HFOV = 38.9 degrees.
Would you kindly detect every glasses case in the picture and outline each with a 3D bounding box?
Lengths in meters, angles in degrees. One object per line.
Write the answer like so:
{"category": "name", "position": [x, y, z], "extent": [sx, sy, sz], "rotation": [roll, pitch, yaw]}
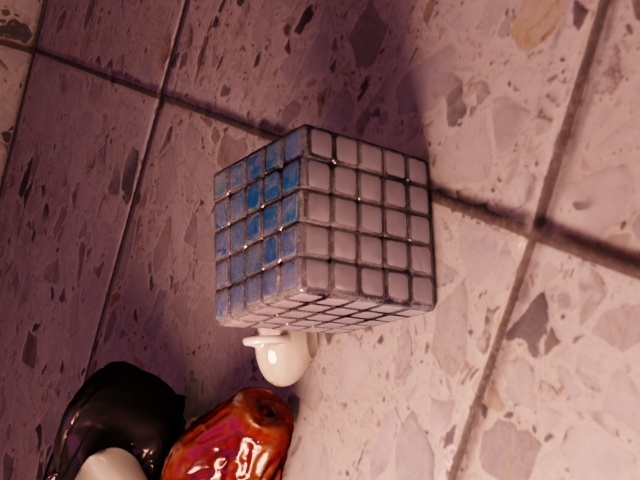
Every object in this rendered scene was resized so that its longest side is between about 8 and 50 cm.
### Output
{"category": "glasses case", "position": [-0.279, 0.477, 1.410], "extent": [0.128, 0.083, 0.308], "rotation": [-44, 71, 25]}

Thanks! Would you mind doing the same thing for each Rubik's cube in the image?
{"category": "Rubik's cube", "position": [0.000, 0.000, 1.289], "extent": [0.237, 0.238, 0.237], "rotation": [-20, 65, 51]}

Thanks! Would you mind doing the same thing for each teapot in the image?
{"category": "teapot", "position": [-0.059, 0.156, 1.425], "extent": [0.092, 0.226, 0.145], "rotation": [-7, 80, 13]}

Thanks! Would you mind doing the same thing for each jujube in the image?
{"category": "jujube", "position": [-0.145, 0.362, 1.453], "extent": [0.290, 0.197, 0.197], "rotation": [-58, 38, 28]}

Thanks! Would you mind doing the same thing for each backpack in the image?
{"category": "backpack", "position": [-0.393, 0.469, 1.659], "extent": [0.363, 0.254, 0.446], "rotation": [-81, 14, -80]}

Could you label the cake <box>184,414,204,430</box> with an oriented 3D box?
{"category": "cake", "position": [-0.199, 0.389, 1.673], "extent": [0.051, 0.055, 0.140], "rotation": [-46, 62, 38]}
